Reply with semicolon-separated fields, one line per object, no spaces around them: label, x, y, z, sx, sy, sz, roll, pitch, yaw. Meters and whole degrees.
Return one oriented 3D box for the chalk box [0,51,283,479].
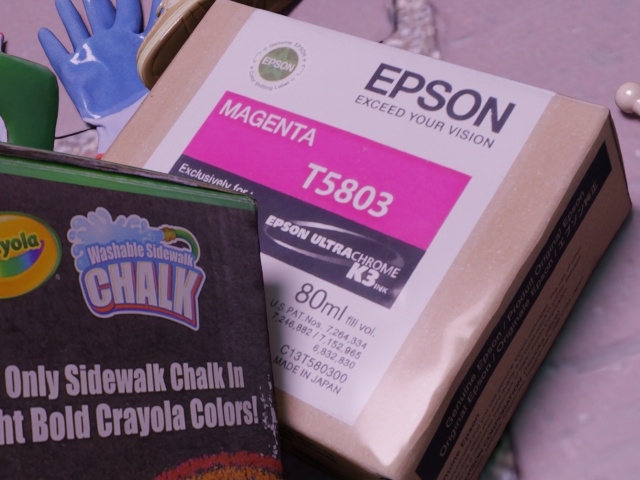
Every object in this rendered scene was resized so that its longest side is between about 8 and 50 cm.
chalk box;-0.136;0.068;0.422;0.179;0.180;0.289;-15;75;34

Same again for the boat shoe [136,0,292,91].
boat shoe;-0.059;-0.147;0.681;0.048;0.056;0.153;27;71;42

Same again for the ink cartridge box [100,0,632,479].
ink cartridge box;0.000;0.000;0.546;0.234;0.088;0.193;21;71;31

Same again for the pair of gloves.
pair of gloves;-0.179;-0.091;0.711;0.198;0.023;0.159;-21;55;7

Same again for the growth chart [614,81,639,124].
growth chart;0.278;-0.089;0.533;0.237;0.021;0.172;-32;54;1
